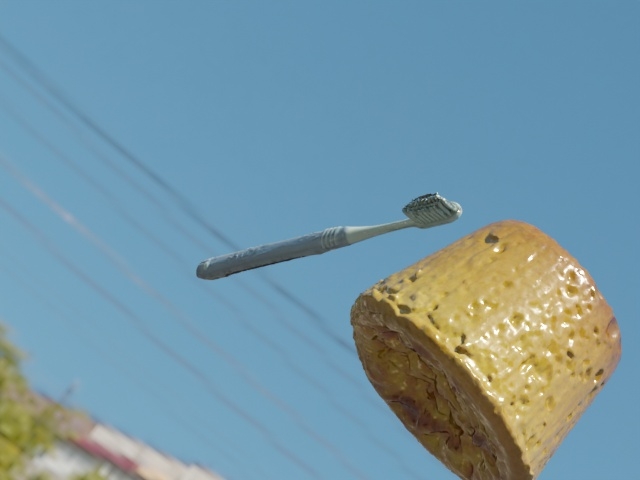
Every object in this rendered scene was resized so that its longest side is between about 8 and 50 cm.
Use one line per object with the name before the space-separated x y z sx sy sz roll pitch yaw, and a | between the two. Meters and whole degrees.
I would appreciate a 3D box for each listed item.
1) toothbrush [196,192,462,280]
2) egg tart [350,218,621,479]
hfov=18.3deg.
toothbrush | 0.000 0.000 1.244 0.220 0.016 0.019 -14 -37 42
egg tart | 0.136 0.085 1.508 0.202 0.147 0.202 47 -19 21
